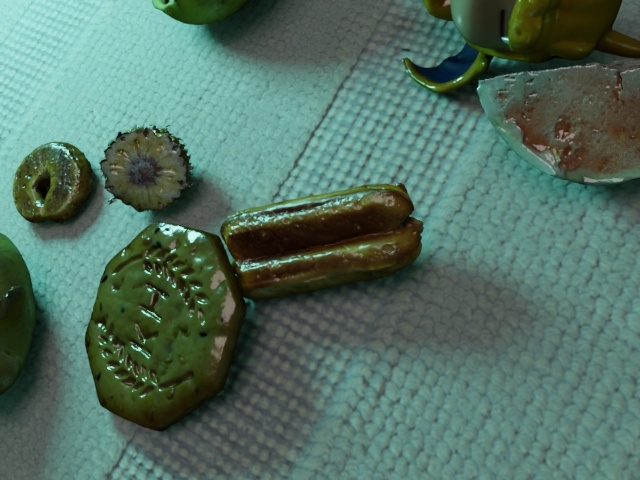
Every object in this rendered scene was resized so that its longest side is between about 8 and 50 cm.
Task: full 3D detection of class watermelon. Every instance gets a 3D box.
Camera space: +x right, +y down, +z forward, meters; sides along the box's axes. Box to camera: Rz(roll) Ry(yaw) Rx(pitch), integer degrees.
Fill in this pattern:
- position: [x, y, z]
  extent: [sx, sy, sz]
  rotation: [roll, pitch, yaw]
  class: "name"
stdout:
- position: [0.398, -0.202, 0.995]
  extent: [0.305, 0.180, 0.224]
  rotation: [-2, 52, 21]
  class: "watermelon"

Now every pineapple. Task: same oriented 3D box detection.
- position: [-0.326, -0.147, 1.274]
  extent: [0.175, 0.137, 0.162]
  rotation: [-18, 106, 6]
  class: "pineapple"

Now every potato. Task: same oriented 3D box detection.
- position: [-0.635, 0.143, 1.206]
  extent: [0.218, 0.202, 0.351]
  rotation: [-9, 64, -27]
  class: "potato"
- position: [-0.198, -0.565, 1.373]
  extent: [0.280, 0.212, 0.330]
  rotation: [-59, 37, 17]
  class: "potato"

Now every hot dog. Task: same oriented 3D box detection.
- position: [0.000, 0.000, 1.085]
  extent: [0.348, 0.117, 0.158]
  rotation: [-13, 92, 22]
  class: "hot dog"

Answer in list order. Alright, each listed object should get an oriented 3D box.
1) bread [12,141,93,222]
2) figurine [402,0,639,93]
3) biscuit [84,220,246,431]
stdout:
- position: [-0.551, -0.119, 1.366]
  extent: [0.193, 0.064, 0.193]
  rotation: [-6, 72, 18]
  class: "bread"
- position: [0.323, -0.424, 1.045]
  extent: [0.401, 0.268, 0.387]
  rotation: [-39, 44, -3]
  class: "figurine"
- position: [-0.276, 0.139, 1.122]
  extent: [0.359, 0.046, 0.359]
  rotation: [-10, 72, 31]
  class: "biscuit"
